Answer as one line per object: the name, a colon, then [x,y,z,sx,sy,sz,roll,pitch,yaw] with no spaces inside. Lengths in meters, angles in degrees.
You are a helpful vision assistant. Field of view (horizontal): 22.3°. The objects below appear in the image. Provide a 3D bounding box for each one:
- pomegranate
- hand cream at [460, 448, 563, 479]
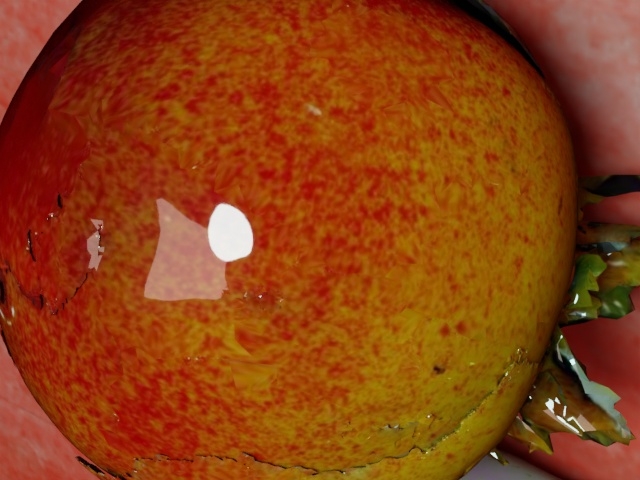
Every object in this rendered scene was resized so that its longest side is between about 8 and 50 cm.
pomegranate: [0.000,0.000,0.561,0.235,0.210,0.210,17,128,-5]
hand cream: [0.140,0.160,0.609,0.312,0.070,0.111,25,123,26]
